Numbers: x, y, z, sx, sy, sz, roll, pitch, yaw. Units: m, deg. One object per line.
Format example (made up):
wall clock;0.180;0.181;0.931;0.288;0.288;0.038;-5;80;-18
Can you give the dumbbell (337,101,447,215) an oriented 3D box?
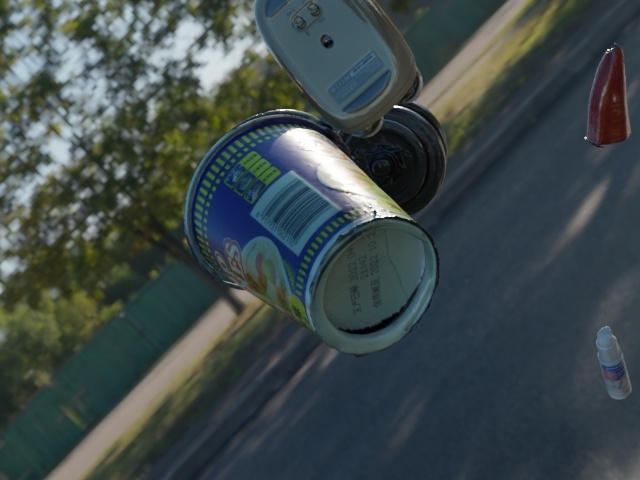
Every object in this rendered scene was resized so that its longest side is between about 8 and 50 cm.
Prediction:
dumbbell;0.118;-0.140;2.019;0.192;0.192;0.290;-43;2;14

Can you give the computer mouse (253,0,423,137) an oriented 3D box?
computer mouse;0.020;-0.245;1.497;0.145;0.236;0.082;-42;-5;16

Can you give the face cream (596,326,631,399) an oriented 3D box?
face cream;0.398;0.166;1.637;0.034;0.130;0.034;-14;43;13

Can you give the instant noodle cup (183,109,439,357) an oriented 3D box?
instant noodle cup;0.000;0.000;1.632;0.284;0.284;0.312;-45;37;-5

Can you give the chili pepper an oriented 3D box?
chili pepper;0.492;-0.250;2.024;0.088;0.169;0.065;-21;32;-33
